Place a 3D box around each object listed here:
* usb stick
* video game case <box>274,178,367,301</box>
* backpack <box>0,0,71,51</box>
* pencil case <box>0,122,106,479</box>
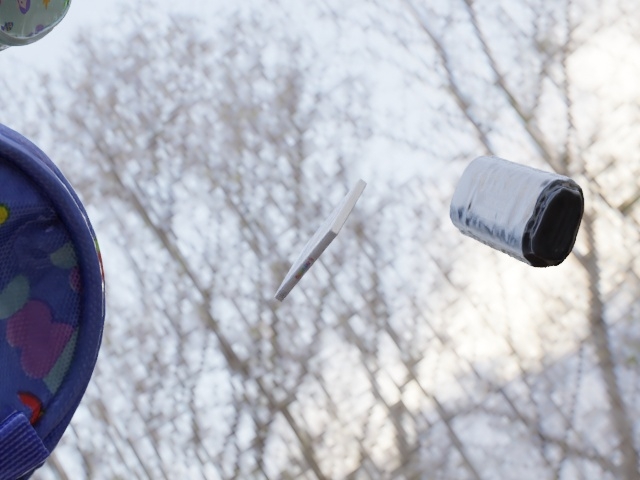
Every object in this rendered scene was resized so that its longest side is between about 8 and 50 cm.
[{"bbox_3d":[0.161,-0.027,1.470,0.045,0.278,0.077,23,-87,-10],"label":"usb stick"},{"bbox_3d":[0.000,0.000,1.738,0.122,0.011,0.087,-51,6,44],"label":"video game case"},{"bbox_3d":[-0.303,-0.282,1.492,0.191,0.254,0.225,-9,16,18],"label":"backpack"},{"bbox_3d":[-0.179,0.018,0.602,0.119,0.306,0.133,-27,-72,-27],"label":"pencil case"}]
